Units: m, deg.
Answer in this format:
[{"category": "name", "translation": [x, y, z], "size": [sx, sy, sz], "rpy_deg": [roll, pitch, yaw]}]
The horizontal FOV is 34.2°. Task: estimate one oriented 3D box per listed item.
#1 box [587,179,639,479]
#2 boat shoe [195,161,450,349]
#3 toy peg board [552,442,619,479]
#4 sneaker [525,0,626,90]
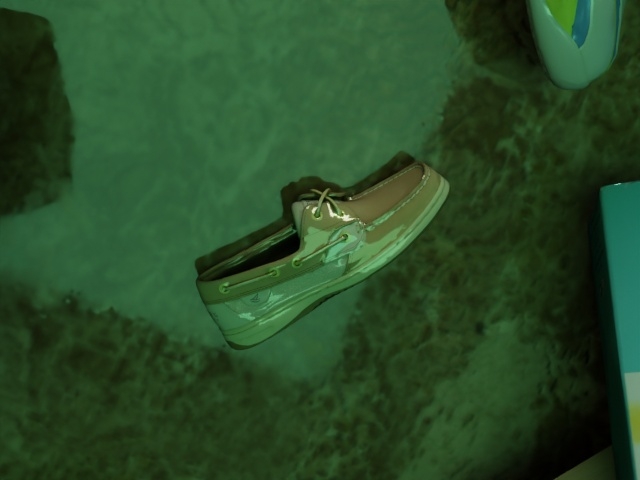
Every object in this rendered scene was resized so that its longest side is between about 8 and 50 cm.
[{"category": "box", "translation": [0.189, 0.093, 0.482], "size": [0.101, 0.060, 0.244], "rpy_deg": [-5, 72, 8]}, {"category": "boat shoe", "translation": [0.000, 0.000, 0.508], "size": [0.135, 0.050, 0.045], "rpy_deg": [-36, 110, 1]}, {"category": "toy peg board", "translation": [0.173, 0.188, 0.529], "size": [0.161, 0.079, 0.160], "rpy_deg": [-31, 71, 0]}, {"category": "sneaker", "translation": [0.152, -0.186, 0.453], "size": [0.126, 0.091, 0.240], "rpy_deg": [2, 101, 13]}]
